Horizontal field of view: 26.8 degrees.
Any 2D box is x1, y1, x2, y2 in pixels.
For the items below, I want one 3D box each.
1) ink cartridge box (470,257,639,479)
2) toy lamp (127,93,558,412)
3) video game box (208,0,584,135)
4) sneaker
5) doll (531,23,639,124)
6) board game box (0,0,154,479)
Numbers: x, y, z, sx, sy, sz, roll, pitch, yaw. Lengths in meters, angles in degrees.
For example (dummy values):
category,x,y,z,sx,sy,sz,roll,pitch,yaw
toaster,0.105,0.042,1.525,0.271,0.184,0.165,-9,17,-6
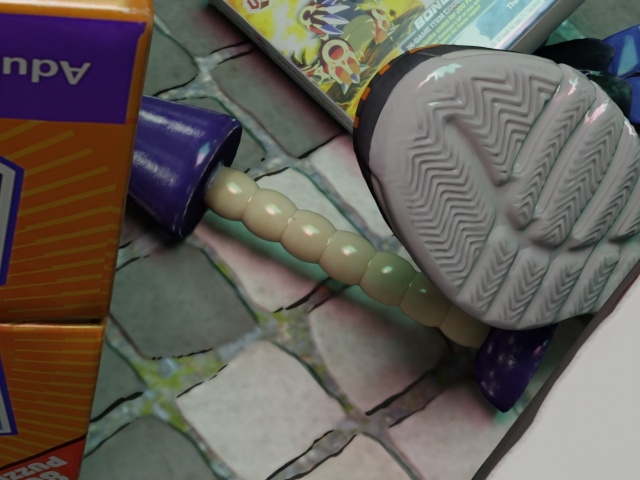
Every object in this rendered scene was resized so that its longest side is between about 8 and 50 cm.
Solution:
category,x,y,z,sx,sy,sz,roll,pitch,yaw
ink cartridge box,0.117,0.145,0.498,0.160,0.385,0.279,35,55,11
toy lamp,0.000,0.000,0.763,0.274,0.080,0.080,29,54,3
video game box,0.056,-0.174,0.862,0.205,0.048,0.187,-45,71,-4
sneaker,0.092,-0.039,0.722,0.321,0.125,0.180,24,11,-48
doll,0.176,-0.107,0.900,0.189,0.046,0.129,-16,69,-17
board game box,-0.277,-0.117,0.595,0.356,0.356,0.356,1,56,-14
